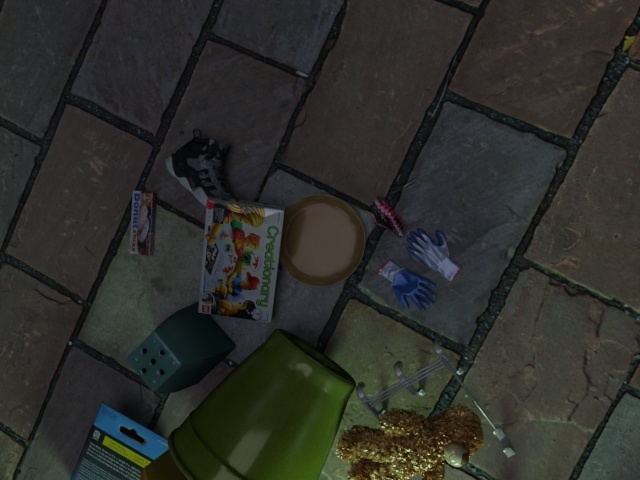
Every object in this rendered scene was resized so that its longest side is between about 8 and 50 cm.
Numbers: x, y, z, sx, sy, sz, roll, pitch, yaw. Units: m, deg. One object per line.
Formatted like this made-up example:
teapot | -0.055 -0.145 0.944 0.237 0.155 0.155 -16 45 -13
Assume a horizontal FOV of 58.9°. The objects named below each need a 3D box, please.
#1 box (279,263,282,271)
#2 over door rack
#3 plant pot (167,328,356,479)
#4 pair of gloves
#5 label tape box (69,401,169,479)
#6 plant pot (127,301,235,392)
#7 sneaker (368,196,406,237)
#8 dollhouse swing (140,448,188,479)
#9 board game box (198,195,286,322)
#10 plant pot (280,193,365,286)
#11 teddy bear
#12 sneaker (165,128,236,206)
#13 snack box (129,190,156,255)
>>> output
box | -0.166 0.071 1.496 0.136 0.028 0.081 -32 83 14
over door rack | 0.270 0.418 1.364 0.240 0.108 0.324 -34 97 14
plant pot | -0.104 0.416 1.348 0.367 0.366 0.353 34 86 11
pair of gloves | 0.248 0.069 1.398 0.159 0.023 0.198 42 100 10
label tape box | -0.537 0.629 1.554 0.241 0.106 0.333 25 96 12
plant pot | -0.367 0.284 1.442 0.166 0.234 0.165 -44 81 11
sneaker | 0.164 -0.050 1.412 0.057 0.047 0.119 -43 80 33
dollhouse swing | -0.281 0.704 1.367 0.305 0.347 0.315 16 95 12
board game box | -0.200 0.050 1.438 0.193 0.053 0.305 8 106 0
plant pot | 0.000 0.000 1.453 0.237 0.032 0.236 0 91 13
teddy bear | 0.201 0.477 1.275 0.338 0.113 0.245 -1 105 7
sneaker | -0.275 -0.177 1.480 0.269 0.101 0.153 41 102 13
snack box | -0.495 -0.049 1.578 0.064 0.022 0.178 4 92 15
